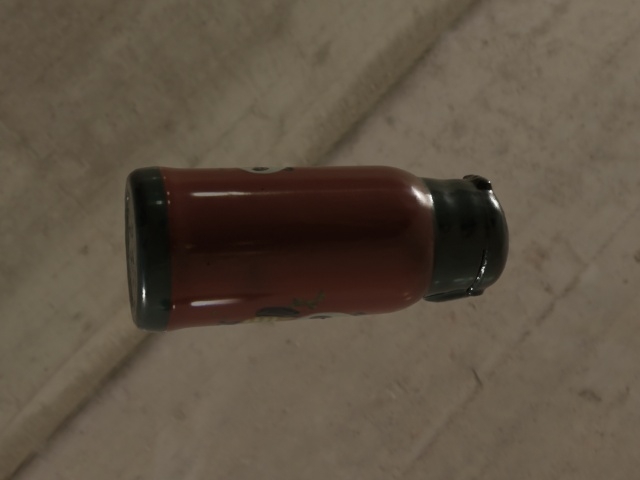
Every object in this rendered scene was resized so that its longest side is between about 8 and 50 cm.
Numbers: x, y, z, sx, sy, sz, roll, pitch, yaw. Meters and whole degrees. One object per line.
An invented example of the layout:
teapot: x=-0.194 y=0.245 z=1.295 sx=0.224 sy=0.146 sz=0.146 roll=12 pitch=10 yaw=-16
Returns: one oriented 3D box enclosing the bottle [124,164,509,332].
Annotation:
bottle: x=0.000 y=0.000 z=1.131 sx=0.336 sy=0.144 sz=0.144 roll=-3 pitch=-131 yaw=-12
